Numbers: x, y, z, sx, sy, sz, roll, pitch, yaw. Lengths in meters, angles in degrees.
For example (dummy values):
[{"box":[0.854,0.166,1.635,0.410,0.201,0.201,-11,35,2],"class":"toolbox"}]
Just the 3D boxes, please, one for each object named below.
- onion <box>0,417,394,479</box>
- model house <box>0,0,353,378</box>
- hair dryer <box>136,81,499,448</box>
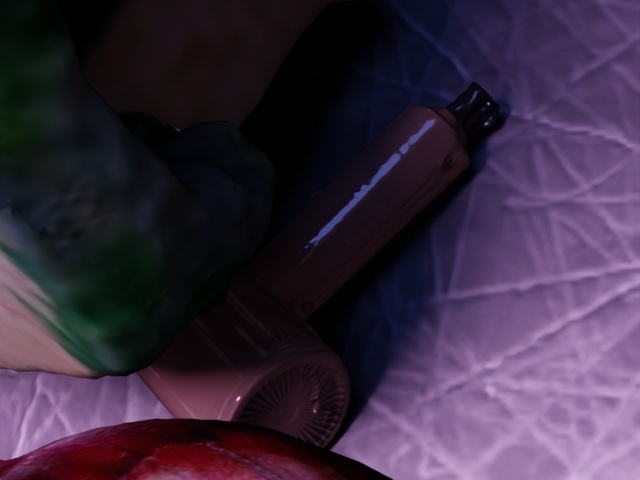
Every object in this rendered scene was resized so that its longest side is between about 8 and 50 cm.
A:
[{"box":[-0.034,0.158,0.434,0.281,0.281,0.221,24,45,39],"class":"onion"},{"box":[-0.147,-0.190,0.581,0.334,0.382,0.343,5,53,44],"class":"model house"},{"box":[0.000,0.000,0.633,0.181,0.064,0.117,-43,48,-5],"class":"hair dryer"}]
